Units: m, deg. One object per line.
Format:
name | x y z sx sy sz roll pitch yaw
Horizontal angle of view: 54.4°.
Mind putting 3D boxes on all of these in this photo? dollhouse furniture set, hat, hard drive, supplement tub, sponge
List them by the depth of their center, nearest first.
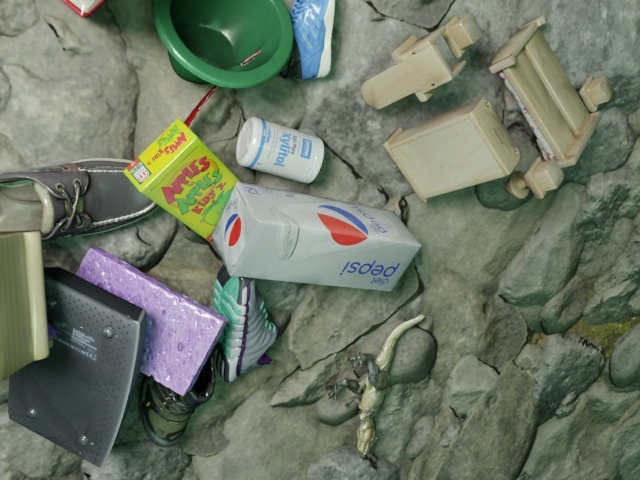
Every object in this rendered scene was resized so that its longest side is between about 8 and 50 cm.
hat | -0.158 -0.230 0.811 0.173 0.183 0.208 50 58 -5
hard drive | -0.318 0.165 0.819 0.172 0.054 0.255 25 116 7
sponge | -0.244 0.108 0.841 0.210 0.031 0.117 28 97 5
supplement tub | -0.057 -0.125 0.866 0.107 0.071 0.071 12 105 -26
dollhouse furniture set | 0.263 -0.237 0.976 0.303 0.174 0.355 53 56 -17

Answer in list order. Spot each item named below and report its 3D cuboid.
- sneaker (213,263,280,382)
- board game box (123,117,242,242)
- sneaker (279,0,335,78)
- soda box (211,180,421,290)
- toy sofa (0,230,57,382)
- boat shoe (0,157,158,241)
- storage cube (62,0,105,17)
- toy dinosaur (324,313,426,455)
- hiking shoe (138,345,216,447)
sneaker | -0.104 0.111 0.929 0.098 0.083 0.224 -12 133 -30
board game box | -0.161 -0.070 0.805 0.092 0.043 0.181 -44 154 -1
sneaker | -0.031 -0.288 0.820 0.084 0.058 0.152 -13 121 -27
soda box | 0.000 0.000 0.888 0.286 0.091 0.098 9 124 -35
toy sofa | -0.489 0.071 0.676 0.362 0.177 0.150 -3 94 -2
boat shoe | -0.334 -0.043 0.767 0.285 0.092 0.103 -5 107 -22
storage cube | -0.246 -0.365 0.619 0.183 0.215 0.193 38 86 -29
toy dinosaur | 0.084 0.238 1.074 0.118 0.064 0.268 14 102 -33
hiking shoe | -0.207 0.217 0.909 0.086 0.114 0.227 8 106 -27
